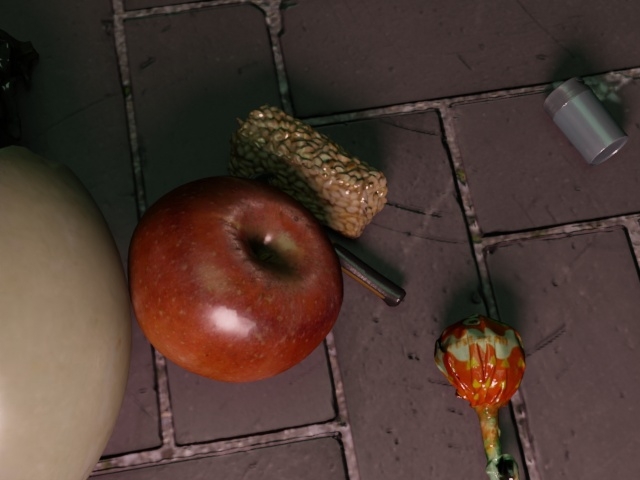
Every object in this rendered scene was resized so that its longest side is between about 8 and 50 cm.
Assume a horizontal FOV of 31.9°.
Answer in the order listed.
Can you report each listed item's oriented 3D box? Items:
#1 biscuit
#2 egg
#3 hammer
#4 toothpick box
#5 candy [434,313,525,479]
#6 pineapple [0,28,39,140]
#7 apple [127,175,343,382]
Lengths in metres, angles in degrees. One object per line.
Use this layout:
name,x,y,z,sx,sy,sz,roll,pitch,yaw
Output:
biscuit,-0.013,-0.070,1.137,0.168,0.082,0.070,29,57,15
egg,-0.302,0.093,0.958,0.278,0.278,0.336,0,82,-1
hammer,0.000,0.000,1.115,0.201,0.078,0.021,35,60,7
toothpick box,0.278,-0.125,1.178,0.052,0.052,0.083,-30,72,-13
candy,0.158,0.210,1.035,0.084,0.078,0.288,-3,75,-6
pineapple,-0.422,-0.125,1.101,0.357,0.223,0.223,-32,71,-25
apple,-0.085,0.039,1.042,0.201,0.162,0.201,20,49,-24
